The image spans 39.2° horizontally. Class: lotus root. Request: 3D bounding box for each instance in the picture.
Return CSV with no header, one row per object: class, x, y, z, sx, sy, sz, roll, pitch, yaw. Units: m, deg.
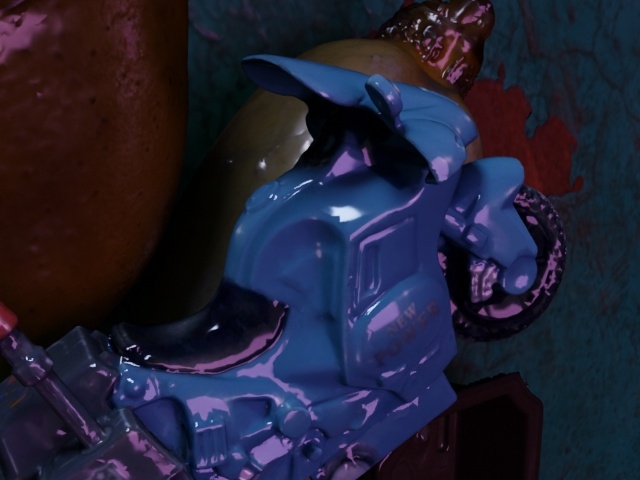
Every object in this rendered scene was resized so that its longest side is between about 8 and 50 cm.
lotus root,0.000,0.000,0.527,0.169,0.151,0.343,30,81,-24

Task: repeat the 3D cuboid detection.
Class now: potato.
potato,-0.153,-0.109,0.371,0.195,0.176,0.369,-47,135,-53

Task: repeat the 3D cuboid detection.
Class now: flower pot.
flower pot,0.079,0.218,0.693,0.178,0.084,0.251,-9,106,-37

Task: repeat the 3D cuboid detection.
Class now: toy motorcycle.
toy motorcycle,-0.020,0.027,0.381,0.272,0.123,0.182,-37,112,-11
